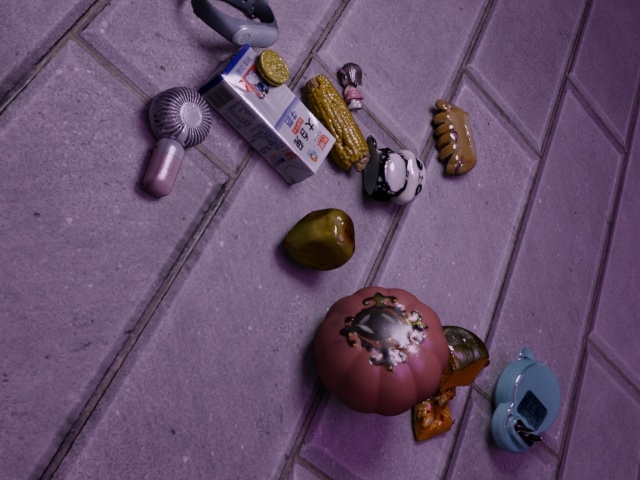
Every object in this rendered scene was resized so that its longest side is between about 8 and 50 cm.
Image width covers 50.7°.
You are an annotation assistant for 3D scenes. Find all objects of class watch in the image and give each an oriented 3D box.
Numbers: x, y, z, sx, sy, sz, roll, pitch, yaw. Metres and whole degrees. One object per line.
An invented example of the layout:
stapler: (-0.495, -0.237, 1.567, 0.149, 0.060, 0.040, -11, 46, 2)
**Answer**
watch: (-0.193, -0.528, 1.554, 0.206, 0.068, 0.193, -18, 67, -48)

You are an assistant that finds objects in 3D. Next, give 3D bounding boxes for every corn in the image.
corn: (0.041, -0.289, 1.694, 0.097, 0.097, 0.262, -35, 99, -39)

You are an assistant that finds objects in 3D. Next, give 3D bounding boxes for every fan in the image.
fan: (-0.309, -0.206, 1.408, 0.130, 0.074, 0.244, 33, 64, -41)

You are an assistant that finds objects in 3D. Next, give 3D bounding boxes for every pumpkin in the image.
pumpkin: (0.320, 0.351, 1.683, 0.139, 0.190, 0.281, -1, 80, -40)

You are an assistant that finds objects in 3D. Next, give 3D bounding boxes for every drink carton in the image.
drink carton: (-0.116, -0.284, 1.556, 0.315, 0.106, 0.130, 45, 56, -21)

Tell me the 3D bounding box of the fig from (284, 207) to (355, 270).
fig: (0.000, 0.000, 1.555, 0.165, 0.144, 0.154, -19, 56, -20)

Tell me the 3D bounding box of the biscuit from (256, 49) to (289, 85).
biscuit: (-0.106, -0.385, 1.508, 0.084, 0.023, 0.084, 23, 54, -37)

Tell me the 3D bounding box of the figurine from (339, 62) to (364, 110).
figurine: (0.091, -0.410, 1.791, 0.072, 0.054, 0.129, -8, 85, -44)

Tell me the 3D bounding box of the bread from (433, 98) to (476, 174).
bread: (0.392, -0.301, 1.987, 0.134, 0.081, 0.225, 1, 76, -44)

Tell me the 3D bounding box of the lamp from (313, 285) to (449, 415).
lamp: (0.135, 0.256, 1.530, 0.305, 0.240, 0.305, 0, 51, 0)

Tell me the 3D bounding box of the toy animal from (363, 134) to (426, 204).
toy animal: (0.196, -0.177, 1.758, 0.179, 0.138, 0.166, 9, 89, -32)

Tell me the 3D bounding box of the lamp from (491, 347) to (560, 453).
lamp: (0.565, 0.456, 1.878, 0.209, 0.147, 0.284, 47, 46, -17)
